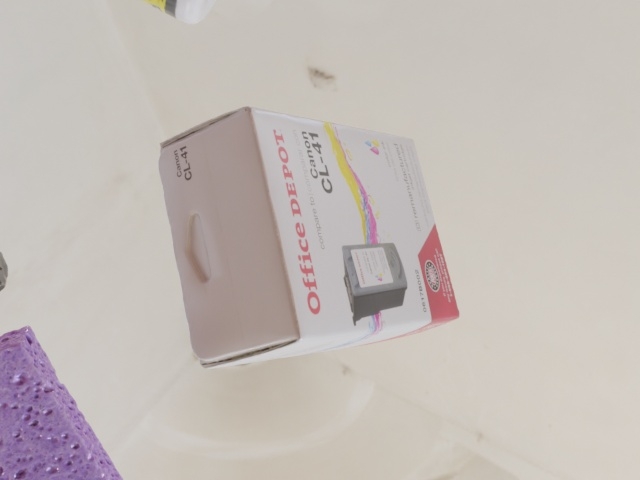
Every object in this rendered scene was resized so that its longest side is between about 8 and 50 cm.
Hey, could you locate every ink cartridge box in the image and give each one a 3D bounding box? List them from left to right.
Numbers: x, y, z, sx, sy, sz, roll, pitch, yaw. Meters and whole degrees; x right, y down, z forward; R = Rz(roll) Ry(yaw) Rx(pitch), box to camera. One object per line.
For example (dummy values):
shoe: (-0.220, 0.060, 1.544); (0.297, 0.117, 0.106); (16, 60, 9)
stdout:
ink cartridge box: (0.000, 0.000, 0.897); (0.131, 0.306, 0.226); (-19, -101, 33)

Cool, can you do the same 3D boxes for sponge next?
sponge: (-0.267, 0.185, 0.779); (0.117, 0.210, 0.031); (-20, -156, 6)

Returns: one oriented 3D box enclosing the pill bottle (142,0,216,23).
pill bottle: (-0.276, -0.446, 1.156); (0.333, 0.188, 0.188); (27, -130, -5)

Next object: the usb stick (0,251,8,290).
usb stick: (-0.467, 0.078, 0.916); (0.278, 0.045, 0.077); (-22, -158, -4)
